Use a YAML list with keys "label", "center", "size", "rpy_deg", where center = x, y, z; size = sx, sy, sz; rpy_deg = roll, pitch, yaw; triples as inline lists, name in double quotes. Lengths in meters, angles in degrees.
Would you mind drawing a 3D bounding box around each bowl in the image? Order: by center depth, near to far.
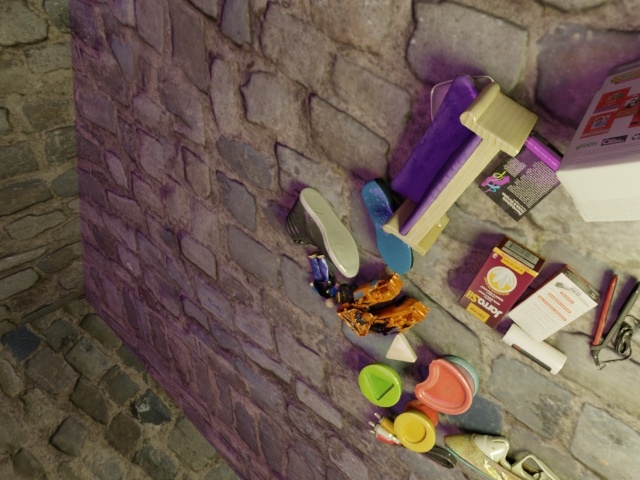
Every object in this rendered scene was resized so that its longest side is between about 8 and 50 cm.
- label: "bowl"
  center: [0.313, -0.275, 0.924]
  size: [0.142, 0.053, 0.142]
  rpy_deg: [4, 113, 38]

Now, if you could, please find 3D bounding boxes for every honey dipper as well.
- label: "honey dipper"
  center: [0.160, 0.125, 1.269]
  size: [0.030, 0.030, 0.160]
  rpy_deg: [50, 137, 10]

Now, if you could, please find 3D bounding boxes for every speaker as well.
- label: "speaker"
  center: [0.502, 0.253, 1.019]
  size: [0.136, 0.055, 0.055]
  rpy_deg: [35, 129, 23]

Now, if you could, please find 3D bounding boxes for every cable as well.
- label: "cable"
  center: [0.286, 0.667, 1.393]
  size: [0.287, 0.072, 0.139]
  rpy_deg: [27, 132, 28]

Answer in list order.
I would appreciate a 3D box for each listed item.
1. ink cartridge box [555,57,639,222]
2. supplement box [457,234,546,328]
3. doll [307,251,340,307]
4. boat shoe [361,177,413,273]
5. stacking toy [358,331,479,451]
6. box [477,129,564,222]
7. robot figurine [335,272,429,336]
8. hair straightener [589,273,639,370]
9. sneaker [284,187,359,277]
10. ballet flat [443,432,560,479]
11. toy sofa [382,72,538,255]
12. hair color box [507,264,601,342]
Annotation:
- label: "ink cartridge box"
  center: [0.562, -0.171, 0.622]
  size: [0.130, 0.272, 0.309]
  rpy_deg: [44, 159, -24]
- label: "supplement box"
  center: [0.414, 0.098, 0.999]
  size: [0.104, 0.081, 0.188]
  rpy_deg: [36, 130, 22]
- label: "doll"
  center: [0.014, 0.131, 1.382]
  size: [0.129, 0.046, 0.189]
  rpy_deg: [1, 111, 41]
- label: "boat shoe"
  center: [0.194, -0.043, 1.120]
  size: [0.109, 0.089, 0.258]
  rpy_deg: [-7, 106, 34]
- label: "stacking toy"
  center: [0.282, 0.410, 1.246]
  size: [0.279, 0.130, 0.309]
  rpy_deg: [42, 120, 17]
- label: "box"
  center: [0.431, -0.132, 0.910]
  size: [0.116, 0.029, 0.162]
  rpy_deg: [48, 132, 14]
- label: "robot figurine"
  center: [0.156, 0.195, 1.236]
  size: [0.211, 0.085, 0.291]
  rpy_deg: [46, 142, -7]
- label: "hair straightener"
  center: [0.619, 0.183, 0.888]
  size: [0.089, 0.047, 0.230]
  rpy_deg: [18, 122, 34]
- label: "sneaker"
  center: [0.000, 0.000, 1.297]
  size: [0.295, 0.104, 0.147]
  rpy_deg: [58, 137, 11]
- label: "ballet flat"
  center: [0.509, 0.600, 1.155]
  size: [0.348, 0.123, 0.123]
  rpy_deg: [29, 127, 28]
- label: "toy sofa"
  center: [0.254, -0.147, 0.907]
  size: [0.177, 0.150, 0.362]
  rpy_deg: [38, 143, 7]
- label: "hair color box"
  center: [0.513, 0.143, 0.956]
  size: [0.093, 0.053, 0.167]
  rpy_deg: [47, 134, 15]
